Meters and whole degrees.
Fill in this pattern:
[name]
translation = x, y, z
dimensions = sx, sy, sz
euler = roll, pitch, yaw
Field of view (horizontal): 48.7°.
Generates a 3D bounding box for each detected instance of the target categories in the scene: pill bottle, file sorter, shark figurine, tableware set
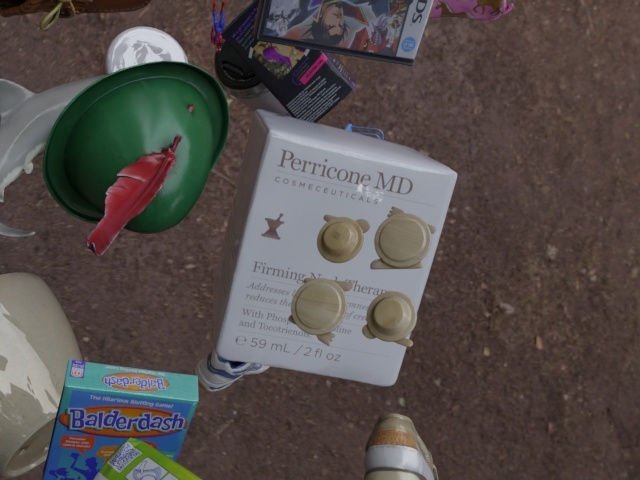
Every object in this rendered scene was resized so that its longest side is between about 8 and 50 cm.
[pill bottle]
translation = -0.417, -0.344, 1.600
dimensions = 0.176, 0.318, 0.176
euler = 3, 83, -24
[file sorter]
translation = 0.103, -0.224, 1.906
dimensions = 0.170, 0.104, 0.118
euler = -63, 157, -56
[shark figurine]
translation = -0.365, -0.126, 0.837
dimensions = 0.278, 0.166, 0.116
euler = -62, 144, -33
[tableware set]
translation = 0.046, 0.038, 0.779
dimensions = 0.020, 0.141, 0.169
euler = 48, 54, -63

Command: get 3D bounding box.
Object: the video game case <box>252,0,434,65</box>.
[video game case]
translation = 0.055, -0.406, 1.077
dimensions = 0.274, 0.035, 0.248
euler = 3, 124, -21

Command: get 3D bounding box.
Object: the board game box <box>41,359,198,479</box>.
[board game box]
translation = -0.259, 0.251, 0.903
dimensions = 0.160, 0.047, 0.210
euler = 11, 122, -19

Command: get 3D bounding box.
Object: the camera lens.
[camera lens]
translation = -0.125, -0.434, 1.828
dimensions = 0.274, 0.219, 0.220
euler = 28, 69, -61

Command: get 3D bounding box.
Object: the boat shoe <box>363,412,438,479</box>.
[boat shoe]
translation = 0.117, 0.333, 0.986
dimensions = 0.302, 0.113, 0.103
euler = 80, 14, -57

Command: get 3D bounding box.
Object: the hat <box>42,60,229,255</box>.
[hat]
translation = -0.120, -0.029, 0.591
dimensions = 0.208, 0.183, 0.173
euler = -25, 143, -29

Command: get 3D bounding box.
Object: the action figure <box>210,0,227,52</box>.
[action figure]
translation = -0.229, -0.479, 1.591
dimensions = 0.038, 0.030, 0.115
euler = -13, 133, -24

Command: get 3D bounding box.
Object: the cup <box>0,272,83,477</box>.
[cup]
translation = -0.531, 0.253, 1.193
dimensions = 0.237, 0.331, 0.331
euler = 42, 59, 15

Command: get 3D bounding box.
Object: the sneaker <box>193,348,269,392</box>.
[sneaker]
translation = -0.175, 0.276, 1.763
dimensions = 0.112, 0.131, 0.296
euler = 49, 40, 9

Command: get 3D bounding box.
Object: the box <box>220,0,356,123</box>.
[box]
translation = -0.062, -0.393, 1.521
dimensions = 0.143, 0.165, 0.270
euler = -38, 102, 16

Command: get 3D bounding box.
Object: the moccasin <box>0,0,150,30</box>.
[moccasin]
translation = -0.382, -0.345, 0.903
dimensions = 0.380, 0.139, 0.147
euler = -3, 54, -46

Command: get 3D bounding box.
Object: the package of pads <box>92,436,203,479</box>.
[package of pads]
translation = -0.045, 0.308, 0.567
dimensions = 0.101, 0.229, 0.297
euler = -50, 128, -25

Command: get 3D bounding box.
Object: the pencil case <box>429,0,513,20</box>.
[pencil case]
translation = 0.198, -0.528, 1.437
dimensions = 0.167, 0.385, 0.160
euler = 77, 16, -54

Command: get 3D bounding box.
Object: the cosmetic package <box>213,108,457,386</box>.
[cosmetic package]
translation = 0.000, 0.000, 1.301
dimensions = 0.329, 0.327, 0.394
euler = 11, 104, -12
